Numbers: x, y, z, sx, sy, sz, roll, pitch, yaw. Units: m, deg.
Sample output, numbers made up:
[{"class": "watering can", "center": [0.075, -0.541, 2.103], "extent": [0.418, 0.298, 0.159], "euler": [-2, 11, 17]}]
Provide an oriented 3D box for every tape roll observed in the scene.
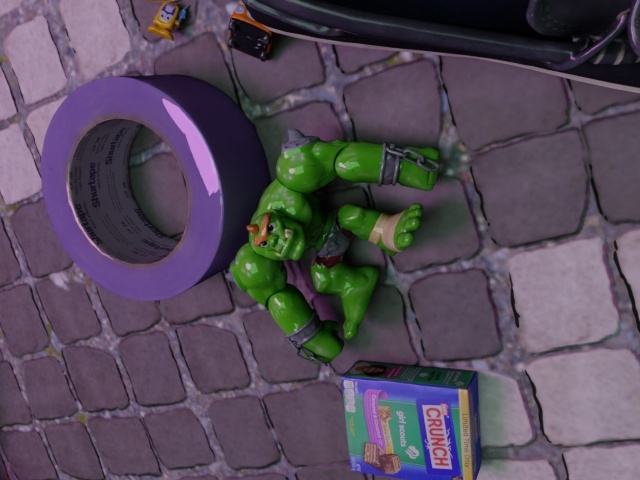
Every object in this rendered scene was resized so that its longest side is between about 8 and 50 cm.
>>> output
[{"class": "tape roll", "center": [-0.145, -0.048, 0.558], "extent": [0.189, 0.080, 0.189], "euler": [6, 106, 22]}]

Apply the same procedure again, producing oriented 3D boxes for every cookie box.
[{"class": "cookie box", "center": [0.077, 0.153, 0.537], "extent": [0.107, 0.040, 0.091], "euler": [0, 104, 24]}]

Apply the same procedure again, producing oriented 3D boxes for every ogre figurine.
[{"class": "ogre figurine", "center": [0.000, 0.000, 0.503], "extent": [0.118, 0.097, 0.197], "euler": [25, 130, -3]}]

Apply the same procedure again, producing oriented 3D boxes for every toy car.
[{"class": "toy car", "center": [-0.086, -0.182, 0.508], "extent": [0.122, 0.060, 0.040], "euler": [19, 80, 12]}]

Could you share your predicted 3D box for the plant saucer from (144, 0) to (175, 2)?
[{"class": "plant saucer", "center": [-0.134, -0.228, 0.510], "extent": [0.083, 0.083, 0.015], "euler": [-22, 59, 28]}]

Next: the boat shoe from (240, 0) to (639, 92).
[{"class": "boat shoe", "center": [0.154, -0.174, 0.338], "extent": [0.500, 0.156, 0.186], "euler": [8, 104, 17]}]
